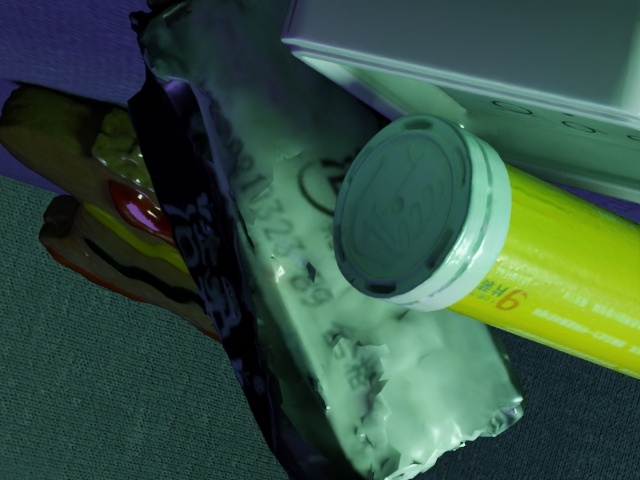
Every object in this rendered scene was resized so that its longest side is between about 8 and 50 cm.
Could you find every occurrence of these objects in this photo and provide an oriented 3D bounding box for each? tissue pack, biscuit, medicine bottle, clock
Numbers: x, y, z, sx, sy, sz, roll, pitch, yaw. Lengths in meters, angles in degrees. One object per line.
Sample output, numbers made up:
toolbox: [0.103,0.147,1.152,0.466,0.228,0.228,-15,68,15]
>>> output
tissue pack: [0.000,0.000,0.900,0.123,0.245,0.332,-28,176,0]
biscuit: [-0.147,0.005,1.724,0.368,0.076,0.394,26,160,1]
medicine bottle: [0.107,0.016,0.734,0.218,0.074,0.074,21,174,-39]
clock: [0.091,-0.065,0.689,0.150,0.063,0.197,15,176,25]
